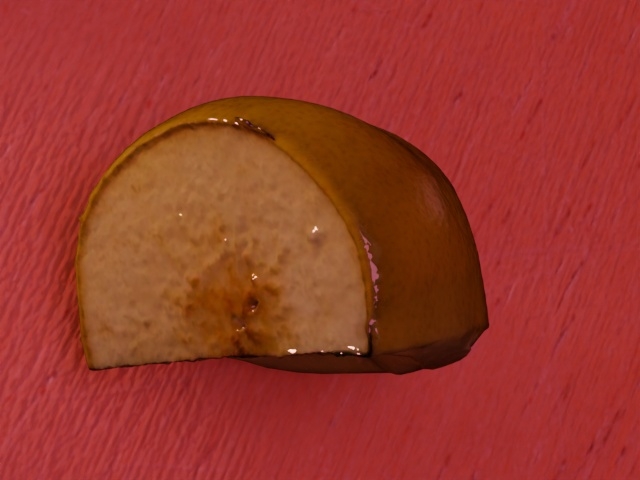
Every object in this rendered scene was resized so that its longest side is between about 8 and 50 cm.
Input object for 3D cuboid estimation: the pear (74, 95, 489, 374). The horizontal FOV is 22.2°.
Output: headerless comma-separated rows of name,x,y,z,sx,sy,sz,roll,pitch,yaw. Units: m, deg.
pear,0.000,0.000,1.387,0.318,0.342,0.238,-2,87,-51
